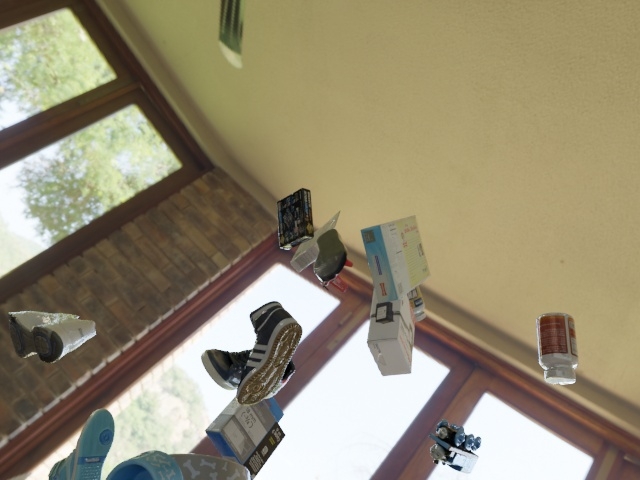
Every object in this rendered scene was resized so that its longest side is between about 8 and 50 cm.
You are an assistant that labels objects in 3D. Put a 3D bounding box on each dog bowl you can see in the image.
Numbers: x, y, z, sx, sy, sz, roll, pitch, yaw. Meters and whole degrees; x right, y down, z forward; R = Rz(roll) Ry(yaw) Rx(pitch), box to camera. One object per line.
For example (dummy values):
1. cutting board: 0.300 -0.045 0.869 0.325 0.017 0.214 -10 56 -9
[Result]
1. dog bowl: -0.362 0.711 1.488 0.348 0.102 0.349 1 -38 1
2. dog bowl: -0.354 0.574 1.019 0.074 0.165 0.298 50 24 -62

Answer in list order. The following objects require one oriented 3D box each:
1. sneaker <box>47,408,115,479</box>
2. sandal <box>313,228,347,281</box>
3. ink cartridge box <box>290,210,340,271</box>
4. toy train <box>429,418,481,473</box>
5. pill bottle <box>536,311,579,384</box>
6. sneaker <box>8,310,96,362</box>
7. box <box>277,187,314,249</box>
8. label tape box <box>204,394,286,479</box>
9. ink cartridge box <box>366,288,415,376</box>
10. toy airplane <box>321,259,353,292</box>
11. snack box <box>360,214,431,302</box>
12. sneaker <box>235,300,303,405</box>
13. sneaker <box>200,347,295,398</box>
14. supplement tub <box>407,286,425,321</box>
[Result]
1. sneaker: -0.824 0.730 1.747 0.208 0.319 0.127 -8 -28 36
2. sandal: 0.037 0.040 1.399 0.097 0.255 0.055 -30 -70 15
3. ink cartridge box: 0.000 0.000 2.332 0.261 0.296 0.066 -38 -81 17
4. toy train: 0.343 0.528 1.314 0.080 0.105 0.184 19 -11 47
5. pill bottle: 0.786 0.358 1.708 0.121 0.216 0.121 7 -29 4
6. sneaker: -0.673 0.229 1.279 0.296 0.129 0.111 6 -75 36
7. box: -0.109 -0.091 2.190 0.175 0.051 0.221 -25 -117 42
8. label tape box: -0.253 0.706 1.996 0.105 0.333 0.241 -16 -71 41
9. ink cartridge box: 0.224 0.275 1.602 0.100 0.237 0.172 -10 -54 21
10. toy airplane: 0.053 0.106 1.798 0.151 0.028 0.151 -4 -98 28
11. snack box: 0.210 0.038 1.376 0.060 0.322 0.187 -14 -90 27
12. sneaker: -0.158 0.296 1.389 0.099 0.282 0.153 20 17 -39
13. sneaker: -0.198 0.355 1.500 0.131 0.148 0.350 56 10 34
14. supplement tub: 0.338 0.230 2.091 0.144 0.144 0.200 -18 -89 56
